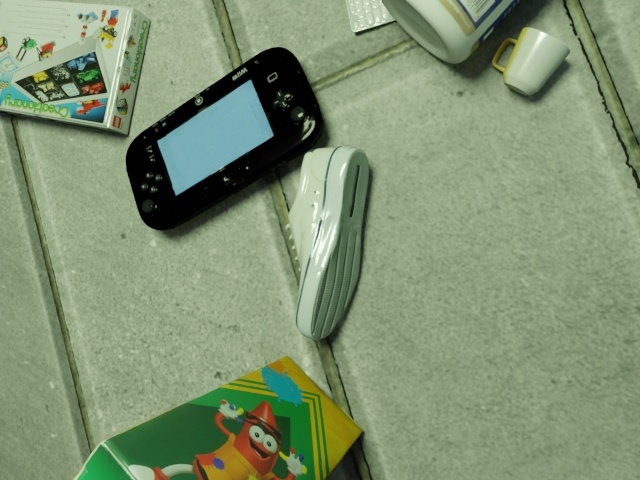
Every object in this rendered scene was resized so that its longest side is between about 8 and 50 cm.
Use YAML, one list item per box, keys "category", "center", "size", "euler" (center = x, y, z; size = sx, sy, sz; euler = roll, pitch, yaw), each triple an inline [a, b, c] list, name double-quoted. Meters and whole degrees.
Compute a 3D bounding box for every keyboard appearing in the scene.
- category: "keyboard"
  center: [0.055, -0.420, 0.710]
  size: [0.072, 0.014, 0.256]
  euler: [-13, 85, 18]

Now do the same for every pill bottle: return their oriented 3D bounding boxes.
- category: "pill bottle"
  center: [0.200, -0.354, 0.586]
  size: [0.265, 0.153, 0.153]
  euler: [-46, 75, 12]

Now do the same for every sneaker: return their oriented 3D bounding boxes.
- category: "sneaker"
  center: [0.000, 0.000, 0.687]
  size: [0.091, 0.094, 0.258]
  euler: [10, 87, 37]

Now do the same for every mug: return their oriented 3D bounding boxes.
- category: "mug"
  center: [0.254, -0.214, 0.621]
  size: [0.062, 0.078, 0.064]
  euler: [24, 107, -15]

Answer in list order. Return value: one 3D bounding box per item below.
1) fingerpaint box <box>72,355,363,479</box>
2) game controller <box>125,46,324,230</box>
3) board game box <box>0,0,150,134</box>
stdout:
- category: "fingerpaint box"
  center: [-0.182, 0.376, 0.578]
  size: [0.163, 0.371, 0.445]
  euler: [41, 100, 16]
- category: "game controller"
  center: [-0.150, -0.145, 0.744]
  size: [0.319, 0.067, 0.167]
  euler: [-28, 80, 15]
- category: "board game box"
  center: [-0.441, -0.297, 0.854]
  size: [0.305, 0.053, 0.193]
  euler: [13, 92, 19]
